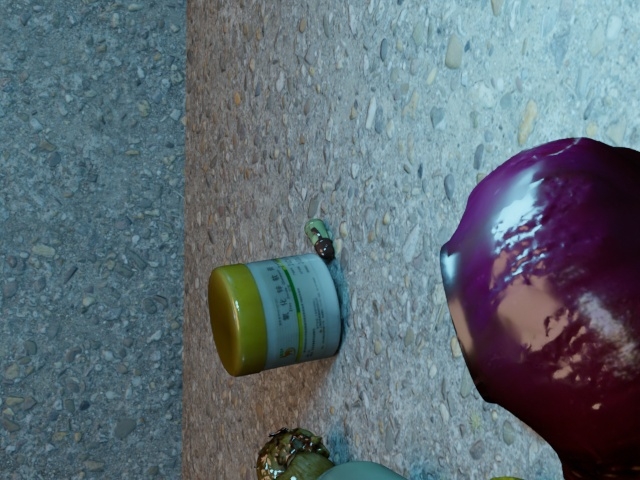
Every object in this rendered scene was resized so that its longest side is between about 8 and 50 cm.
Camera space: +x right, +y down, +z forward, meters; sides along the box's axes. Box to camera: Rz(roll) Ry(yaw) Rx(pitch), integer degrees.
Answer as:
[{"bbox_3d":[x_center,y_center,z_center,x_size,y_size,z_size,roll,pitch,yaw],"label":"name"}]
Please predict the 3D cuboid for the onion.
[{"bbox_3d":[0.359,0.044,1.025,0.420,0.398,0.398,-33,54,29],"label":"onion"}]

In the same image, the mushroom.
[{"bbox_3d":[-0.047,0.534,2.145,0.263,0.195,0.283,16,-103,-76],"label":"mushroom"}]

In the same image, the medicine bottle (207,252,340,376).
[{"bbox_3d":[-0.102,0.156,2.204,0.238,0.232,0.237,170,90,-70],"label":"medicine bottle"}]

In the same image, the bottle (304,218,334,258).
[{"bbox_3d":[-0.001,-0.001,2.236,0.047,0.063,0.101,-42,46,18],"label":"bottle"}]

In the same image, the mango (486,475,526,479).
[{"bbox_3d":[0.253,0.456,1.475,0.156,0.151,0.248,28,118,27],"label":"mango"}]

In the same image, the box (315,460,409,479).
[{"bbox_3d":[0.086,0.508,1.784,0.149,0.226,0.226,-173,84,-68],"label":"box"}]
